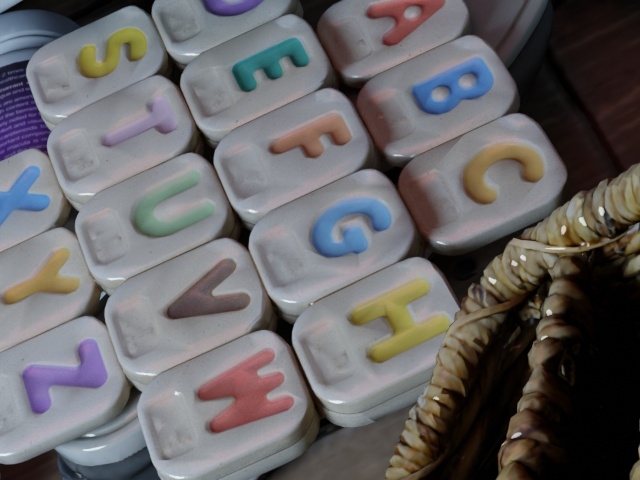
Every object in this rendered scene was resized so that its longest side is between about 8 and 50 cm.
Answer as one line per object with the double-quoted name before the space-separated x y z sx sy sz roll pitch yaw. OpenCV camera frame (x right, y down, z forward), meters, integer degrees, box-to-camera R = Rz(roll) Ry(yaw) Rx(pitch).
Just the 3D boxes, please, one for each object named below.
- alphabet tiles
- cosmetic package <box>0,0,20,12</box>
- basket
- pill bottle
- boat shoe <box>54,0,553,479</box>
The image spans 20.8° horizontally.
"alphabet tiles" -0.043 -0.021 0.784 0.278 0.021 0.284 -24 49 -1
"cosmetic package" -0.154 -0.226 0.923 0.217 0.156 0.385 -44 16 -32
"basket" 0.089 0.119 0.578 0.213 0.223 0.299 1 56 31
"pill bottle" -0.145 -0.034 0.921 0.108 0.108 0.193 -27 46 9
"boat shoe" 0.000 0.000 0.835 0.112 0.095 0.335 25 65 42
